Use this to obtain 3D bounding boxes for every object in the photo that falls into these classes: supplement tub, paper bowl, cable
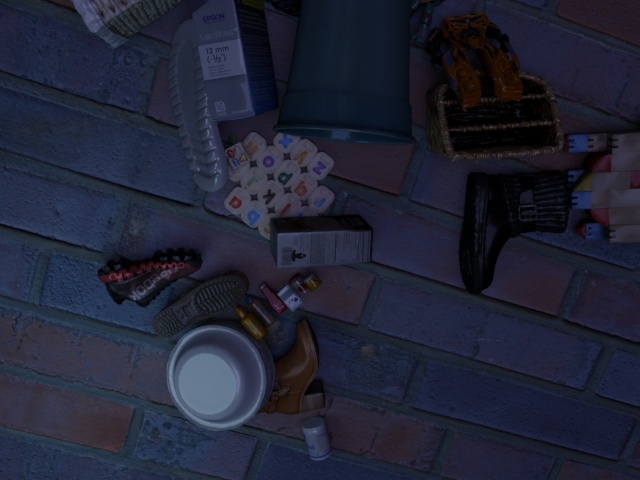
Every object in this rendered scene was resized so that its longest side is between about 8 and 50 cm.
[{"bbox_3d":[-0.010,0.572,1.859,0.071,0.071,0.107,-14,103,-1],"label":"supplement tub"},{"bbox_3d":[-0.273,0.361,1.708,0.284,0.148,0.284,0,92,12],"label":"paper bowl"},{"bbox_3d":[-0.059,-0.629,1.580,0.184,0.047,0.151,29,100,-11],"label":"cable"}]

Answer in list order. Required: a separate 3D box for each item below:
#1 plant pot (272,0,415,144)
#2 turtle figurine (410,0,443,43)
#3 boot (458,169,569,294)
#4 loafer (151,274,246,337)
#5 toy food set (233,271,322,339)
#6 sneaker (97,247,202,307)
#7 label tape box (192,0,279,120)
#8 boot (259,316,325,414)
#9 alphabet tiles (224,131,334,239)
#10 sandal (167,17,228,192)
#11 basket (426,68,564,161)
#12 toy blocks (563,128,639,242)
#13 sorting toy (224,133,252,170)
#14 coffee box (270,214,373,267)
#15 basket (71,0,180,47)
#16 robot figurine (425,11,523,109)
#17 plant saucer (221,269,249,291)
[{"bbox_3d":[0.070,-0.409,1.512,0.341,0.341,0.334,5,96,-5],"label":"plant pot"},{"bbox_3d":[0.259,-0.609,1.561,0.118,0.175,0.234,6,117,-38],"label":"turtle figurine"},{"bbox_3d":[0.521,-0.020,1.724,0.260,0.131,0.348,2,103,-5],"label":"boot"},{"bbox_3d":[-0.328,0.164,1.727,0.268,0.092,0.102,-25,106,-3],"label":"loafer"},{"bbox_3d":[-0.117,0.148,1.727,0.232,0.111,0.104,-41,98,-3],"label":"toy food set"},{"bbox_3d":[-0.439,0.102,1.701,0.276,0.097,0.135,-12,104,1],"label":"sneaker"},{"bbox_3d":[-0.199,-0.465,1.499,0.115,0.249,0.348,-8,104,12],"label":"label tape box"},{"bbox_3d":[-0.109,0.357,1.795,0.220,0.109,0.283,-6,111,1],"label":"boot"},{"bbox_3d":[-0.109,-0.152,1.703,0.284,0.021,0.278,37,98,-12],"label":"alphabet tiles"},{"bbox_3d":[-0.287,-0.331,1.598,0.102,0.169,0.416,-20,112,-44],"label":"sandal"},{"bbox_3d":[0.429,-0.320,1.600,0.299,0.223,0.213,-3,104,-3],"label":"basket"},{"bbox_3d":[0.770,-0.142,1.709,0.260,0.191,0.381,-3,103,8],"label":"toy blocks"},{"bbox_3d":[-0.222,-0.229,1.660,0.062,0.012,0.083,-29,104,3],"label":"sorting toy"},{"bbox_3d":[0.000,0.000,1.669,0.246,0.141,0.098,-3,109,-12],"label":"coffee box"},{"bbox_3d":[-0.452,-0.643,1.412,0.266,0.331,0.328,-30,104,-3],"label":"basket"},{"bbox_3d":[0.375,-0.446,1.554,0.211,0.291,0.085,-10,148,-3],"label":"robot figurine"},{"bbox_3d":[-0.237,0.123,1.763,0.083,0.015,0.083,-1,103,-4],"label":"plant saucer"}]
